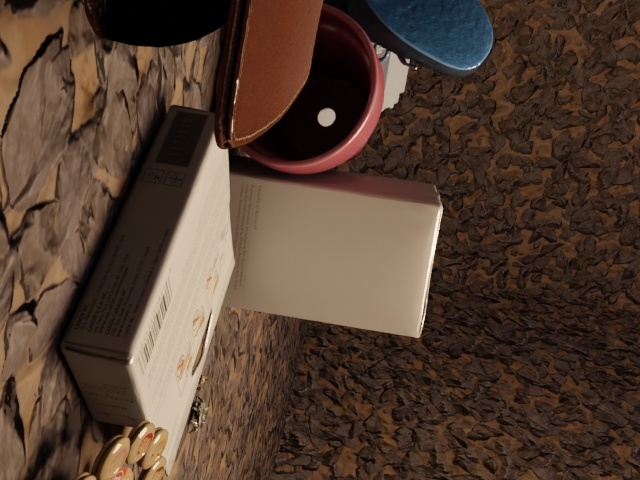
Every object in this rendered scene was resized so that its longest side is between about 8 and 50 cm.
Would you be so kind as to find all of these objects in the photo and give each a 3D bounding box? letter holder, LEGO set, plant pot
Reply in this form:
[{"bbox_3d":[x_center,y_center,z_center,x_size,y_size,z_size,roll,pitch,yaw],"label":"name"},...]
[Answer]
[{"bbox_3d":[-0.080,-0.188,0.460,0.302,0.152,0.214,-70,170,-70],"label":"letter holder"},{"bbox_3d":[-0.167,0.232,1.037,0.054,0.024,0.083,-31,130,-85],"label":"LEGO set"},{"bbox_3d":[-0.010,-0.174,0.935,0.180,0.201,0.201,26,72,-75],"label":"plant pot"}]

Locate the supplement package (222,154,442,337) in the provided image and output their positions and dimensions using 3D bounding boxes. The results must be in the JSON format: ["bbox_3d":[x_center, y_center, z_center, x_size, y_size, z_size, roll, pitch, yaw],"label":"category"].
[{"bbox_3d":[0.000,0.000,0.972,0.177,0.293,0.175,-62,160,-76],"label":"supplement package"}]

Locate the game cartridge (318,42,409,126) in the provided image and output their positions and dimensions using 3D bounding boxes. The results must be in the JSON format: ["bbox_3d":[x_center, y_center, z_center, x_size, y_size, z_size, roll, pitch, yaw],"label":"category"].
[{"bbox_3d":[0.013,-0.261,1.080,0.297,0.062,0.198,-22,132,-32],"label":"game cartridge"}]

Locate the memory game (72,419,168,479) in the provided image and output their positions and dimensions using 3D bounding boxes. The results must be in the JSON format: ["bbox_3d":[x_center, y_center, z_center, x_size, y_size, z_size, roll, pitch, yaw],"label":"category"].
[{"bbox_3d":[-0.176,0.228,0.579,0.186,0.012,0.186,-57,163,-29],"label":"memory game"}]

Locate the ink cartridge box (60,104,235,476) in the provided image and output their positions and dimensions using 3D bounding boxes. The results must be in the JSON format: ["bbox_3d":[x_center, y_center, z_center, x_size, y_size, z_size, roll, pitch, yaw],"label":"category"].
[{"bbox_3d":[-0.145,0.050,0.701,0.239,0.060,0.275,97,5,-52],"label":"ink cartridge box"}]

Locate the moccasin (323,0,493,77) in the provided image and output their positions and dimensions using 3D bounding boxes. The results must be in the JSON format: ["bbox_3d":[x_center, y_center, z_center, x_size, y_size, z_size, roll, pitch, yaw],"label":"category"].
[{"bbox_3d":[0.064,-0.321,0.920,0.137,0.342,0.117,-50,177,-14],"label":"moccasin"}]
